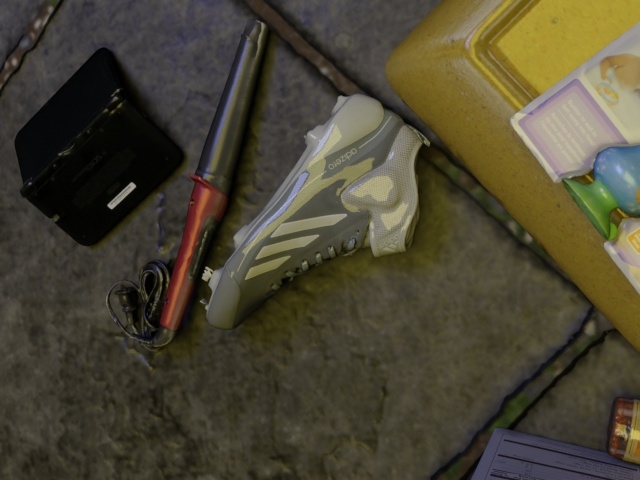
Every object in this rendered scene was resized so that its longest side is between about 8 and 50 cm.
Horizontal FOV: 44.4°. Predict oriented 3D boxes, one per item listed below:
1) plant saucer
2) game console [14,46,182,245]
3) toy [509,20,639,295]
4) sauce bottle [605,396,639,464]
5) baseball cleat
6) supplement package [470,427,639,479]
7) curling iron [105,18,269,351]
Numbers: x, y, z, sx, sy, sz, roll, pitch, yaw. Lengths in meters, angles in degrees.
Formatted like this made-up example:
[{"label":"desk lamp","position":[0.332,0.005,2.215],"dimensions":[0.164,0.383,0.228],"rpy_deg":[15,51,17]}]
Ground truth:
[{"label":"plant saucer","position":[0.248,-0.111,0.462],"dimensions":[0.333,0.081,0.333],"rpy_deg":[-44,78,16]},{"label":"game console","position":[-0.187,-0.077,0.650],"dimensions":[0.122,0.071,0.107],"rpy_deg":[-40,109,17]},{"label":"toy","position":[0.232,-0.083,0.397],"dimensions":[0.237,0.056,0.137],"rpy_deg":[-37,82,16]},{"label":"sauce bottle","position":[0.248,0.130,0.491],"dimensions":[0.128,0.042,0.042],"rpy_deg":[8,94,18]},{"label":"baseball cleat","position":[0.000,0.000,0.557],"dimensions":[0.109,0.072,0.206],"rpy_deg":[36,107,8]},{"label":"supplement package","position":[0.174,0.277,0.467],"dimensions":[0.203,0.145,0.262],"rpy_deg":[9,94,18]},{"label":"curling iron","position":[-0.098,-0.040,0.607],"dimensions":[0.068,0.035,0.274],"rpy_deg":[26,100,16]}]
